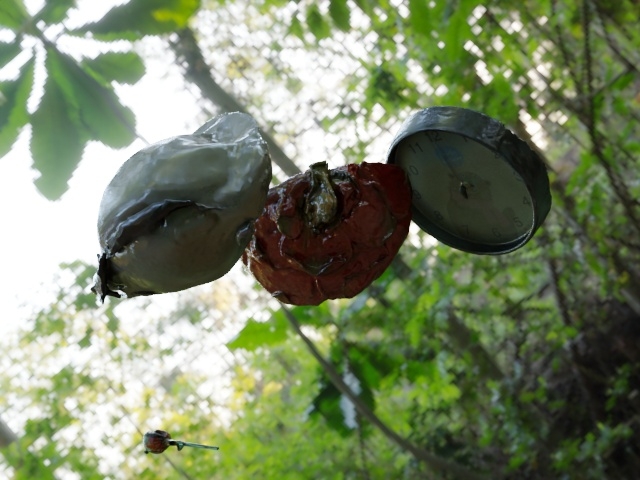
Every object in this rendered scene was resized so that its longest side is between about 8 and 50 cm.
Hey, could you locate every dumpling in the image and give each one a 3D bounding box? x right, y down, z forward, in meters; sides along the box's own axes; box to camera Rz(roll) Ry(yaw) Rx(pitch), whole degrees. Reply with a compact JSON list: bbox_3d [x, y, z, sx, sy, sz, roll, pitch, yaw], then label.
[{"bbox_3d":[-0.176,-0.048,1.230,0.293,0.205,0.163,-27,-20,36],"label":"dumpling"}]

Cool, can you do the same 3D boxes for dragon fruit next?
[{"bbox_3d":[0.000,0.000,1.679,0.317,0.152,0.205,-34,-34,14],"label":"dragon fruit"}]

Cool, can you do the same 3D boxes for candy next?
[{"bbox_3d":[-0.257,0.378,2.004,0.184,0.049,0.055,-1,26,36],"label":"candy"}]

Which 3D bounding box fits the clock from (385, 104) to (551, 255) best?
[{"bbox_3d":[0.230,-0.090,1.731,0.055,0.280,0.281,-53,-6,-33],"label":"clock"}]
